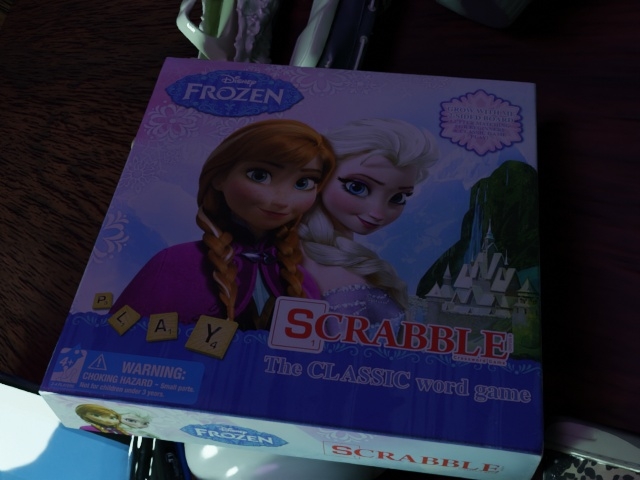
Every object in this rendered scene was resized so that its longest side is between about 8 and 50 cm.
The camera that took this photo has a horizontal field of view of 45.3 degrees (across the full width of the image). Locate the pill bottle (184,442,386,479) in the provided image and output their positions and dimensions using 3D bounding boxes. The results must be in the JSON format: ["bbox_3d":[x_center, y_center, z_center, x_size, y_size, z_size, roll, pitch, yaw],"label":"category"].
[{"bbox_3d":[-0.027,0.112,0.650,0.176,0.176,0.318,-34,47,33],"label":"pill bottle"}]

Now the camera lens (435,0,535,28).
[{"bbox_3d":[0.161,-0.355,0.662,0.274,0.219,0.219,-57,38,10],"label":"camera lens"}]

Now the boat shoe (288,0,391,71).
[{"bbox_3d":[0.042,-0.270,0.862,0.095,0.079,0.254,-27,40,59],"label":"boat shoe"}]

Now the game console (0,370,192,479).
[{"bbox_3d":[-0.214,0.294,0.678,0.250,0.173,0.293,-117,33,-48],"label":"game console"}]

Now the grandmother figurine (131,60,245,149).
[{"bbox_3d":[-0.048,-0.088,0.808,0.342,0.208,0.104,3,37,35],"label":"grandmother figurine"}]

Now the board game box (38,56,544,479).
[{"bbox_3d":[0.000,0.000,0.578,0.318,0.066,0.318,5,55,6],"label":"board game box"}]

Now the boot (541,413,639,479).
[{"bbox_3d":[0.200,0.207,0.411,0.236,0.085,0.179,10,79,57],"label":"boot"}]

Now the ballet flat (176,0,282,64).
[{"bbox_3d":[-0.138,-0.234,1.012,0.147,0.147,0.409,-19,57,43],"label":"ballet flat"}]
